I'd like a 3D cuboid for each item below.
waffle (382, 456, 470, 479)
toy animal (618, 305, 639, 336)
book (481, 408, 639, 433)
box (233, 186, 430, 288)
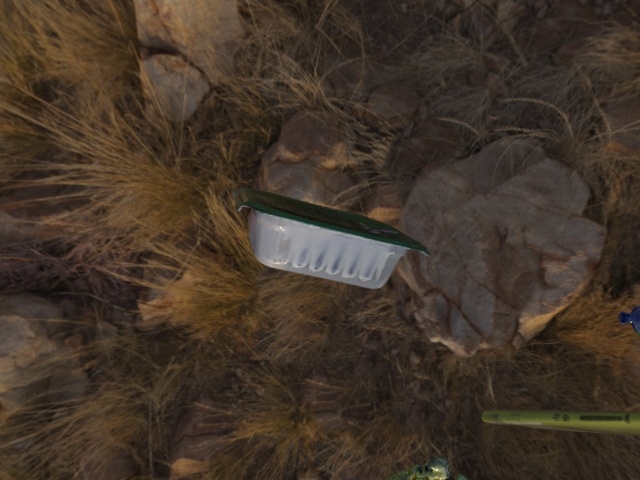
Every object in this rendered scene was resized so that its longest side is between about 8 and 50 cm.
[{"bbox_3d":[0.175,0.449,0.691,0.223,0.054,0.204,-39,82,23],"label":"waffle"},{"bbox_3d":[0.316,0.155,0.359,0.074,0.041,0.217,-18,87,25],"label":"toy animal"},{"bbox_3d":[0.414,0.254,0.619,0.239,0.352,0.035,6,69,-6],"label":"book"},{"bbox_3d":[0.000,0.000,0.812,0.336,0.264,0.106,14,101,-15],"label":"box"}]
